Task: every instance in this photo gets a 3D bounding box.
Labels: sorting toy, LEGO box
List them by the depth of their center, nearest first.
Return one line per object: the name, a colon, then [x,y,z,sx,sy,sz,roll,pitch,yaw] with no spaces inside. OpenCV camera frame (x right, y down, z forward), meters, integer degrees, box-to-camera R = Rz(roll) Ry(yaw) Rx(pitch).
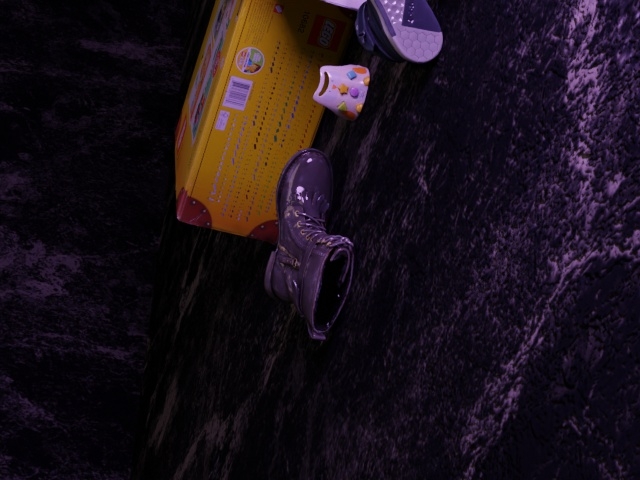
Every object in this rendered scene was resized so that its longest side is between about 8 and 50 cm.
sorting toy: [0.029,-0.227,1.761,0.045,0.075,0.083,-143,67,-75]
LEGO box: [-0.107,-0.307,2.114,0.372,0.193,0.500,-102,29,-59]

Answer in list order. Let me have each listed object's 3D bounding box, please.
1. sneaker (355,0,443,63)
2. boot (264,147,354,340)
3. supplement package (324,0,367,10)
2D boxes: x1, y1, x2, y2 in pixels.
sneaker: [0.074,-0.333,1.509,0.163,0.086,0.226,-142,30,-78]
boot: [0.000,0.000,1.692,0.229,0.091,0.263,-162,81,-70]
supplement package: [0.052,-0.493,1.704,0.175,0.177,0.293,-117,42,-69]
